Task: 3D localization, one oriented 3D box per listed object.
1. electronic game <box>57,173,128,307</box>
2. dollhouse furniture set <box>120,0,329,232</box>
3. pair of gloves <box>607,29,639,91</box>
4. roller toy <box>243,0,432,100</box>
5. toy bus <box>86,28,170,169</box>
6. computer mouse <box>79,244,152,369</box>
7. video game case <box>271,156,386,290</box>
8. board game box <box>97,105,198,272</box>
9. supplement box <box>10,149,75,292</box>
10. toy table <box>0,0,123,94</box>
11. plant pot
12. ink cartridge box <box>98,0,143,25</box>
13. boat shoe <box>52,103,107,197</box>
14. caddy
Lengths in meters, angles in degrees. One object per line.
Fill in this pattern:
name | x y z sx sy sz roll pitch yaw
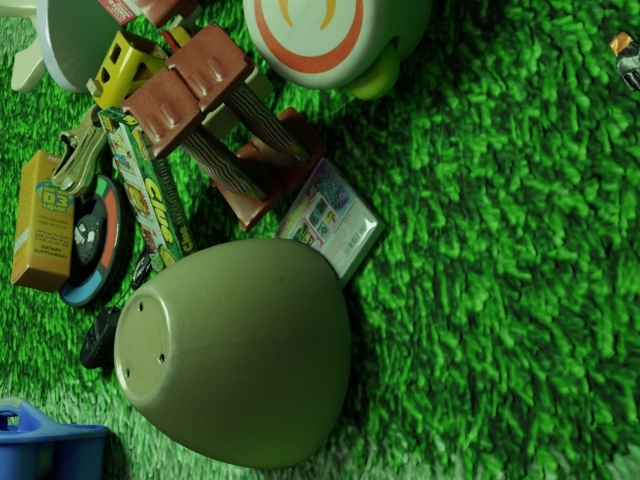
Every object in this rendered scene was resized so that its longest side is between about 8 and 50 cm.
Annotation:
electronic game | -0.393 0.000 1.492 0.229 0.048 0.229 -17 67 45
dollhouse furniture set | -0.167 -0.207 1.155 0.152 0.201 0.374 -42 49 4
pair of gloves | 0.303 -0.178 0.799 0.083 0.010 0.074 -43 51 33
roller toy | 0.023 -0.277 1.004 0.191 0.146 0.209 17 117 29
toy bus | -0.323 -0.239 1.438 0.191 0.104 0.202 -14 69 45
computer mouse | -0.306 0.104 1.384 0.242 0.041 0.071 -56 28 15
video game case | 0.000 0.000 1.081 0.157 0.019 0.143 -57 44 21
board game box | -0.230 -0.053 1.227 0.136 0.030 0.260 22 135 47
supplement box | -0.465 -0.034 1.496 0.080 0.078 0.233 -38 48 42
toy table | -0.466 -0.386 1.552 0.161 0.252 0.274 -3 65 31
plant pot | -0.127 0.129 1.040 0.284 0.191 0.284 -11 76 49
ink cartridge box | -0.225 -0.442 1.336 0.237 0.100 0.172 -8 42 47
boat shoe | -0.410 -0.168 1.510 0.068 0.072 0.190 -25 45 37
caddy | -0.471 0.329 1.349 0.341 0.241 0.179 -10 78 46
